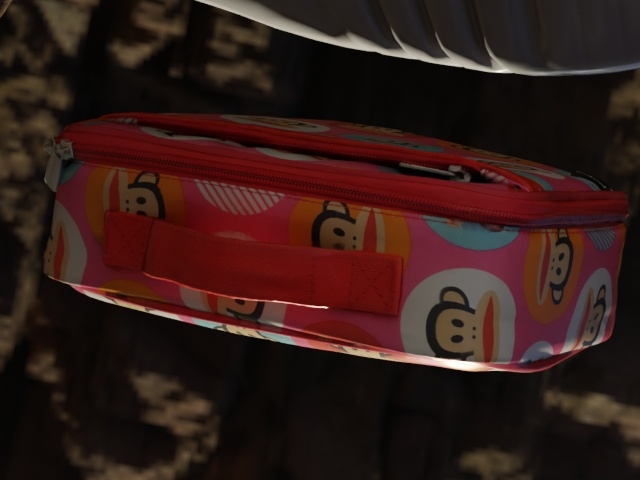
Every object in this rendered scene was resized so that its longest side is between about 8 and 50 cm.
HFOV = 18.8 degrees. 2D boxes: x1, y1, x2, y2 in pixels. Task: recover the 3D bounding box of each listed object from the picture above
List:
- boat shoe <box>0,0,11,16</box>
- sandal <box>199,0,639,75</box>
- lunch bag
[{"bbox_3d":[-0.083,-0.124,0.530,0.190,0.068,0.072,-50,-157,-6],"label":"boat shoe"},{"bbox_3d":[-0.016,-0.104,0.429,0.076,0.265,0.102,-28,124,-52],"label":"sandal"},{"bbox_3d":[0.000,0.000,1.052,0.258,0.293,0.120,-6,104,-63],"label":"lunch bag"}]
